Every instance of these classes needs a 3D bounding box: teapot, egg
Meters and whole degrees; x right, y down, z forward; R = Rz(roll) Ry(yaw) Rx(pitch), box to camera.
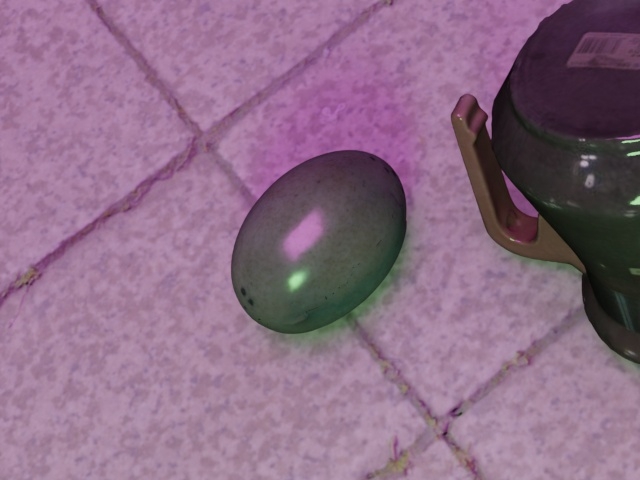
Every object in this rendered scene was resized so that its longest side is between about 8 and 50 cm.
[{"bbox_3d":[0.321,-0.059,1.607,0.376,0.361,0.305,8,50,33],"label":"teapot"},{"bbox_3d":[0.000,0.000,1.776,0.236,0.169,0.169,-47,62,-7],"label":"egg"}]
